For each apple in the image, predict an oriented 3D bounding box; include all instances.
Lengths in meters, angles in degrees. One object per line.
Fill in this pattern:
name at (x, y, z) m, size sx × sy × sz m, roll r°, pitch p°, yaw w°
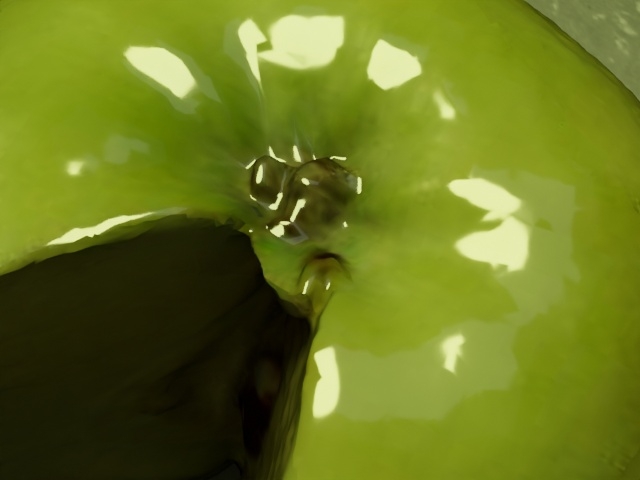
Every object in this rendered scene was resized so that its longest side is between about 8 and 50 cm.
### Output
apple at (-0.017, 0.046, 0.454) m, size 0.292 × 0.254 × 0.292 m, roll 4°, pitch 60°, yaw -7°
